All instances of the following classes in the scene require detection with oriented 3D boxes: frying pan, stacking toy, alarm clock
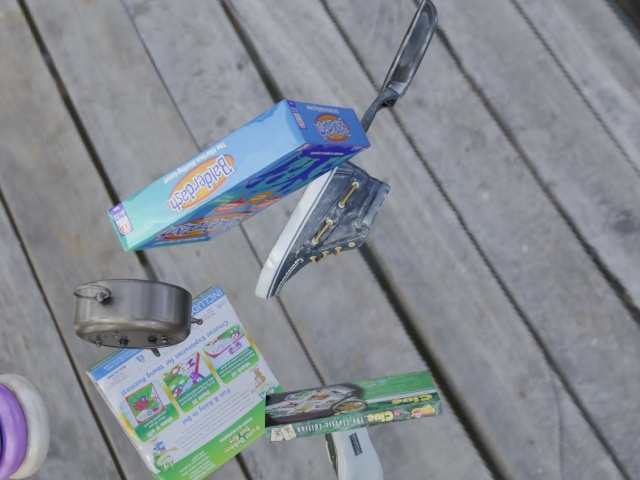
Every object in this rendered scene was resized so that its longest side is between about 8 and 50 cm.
[{"bbox_3d":[0.126,-0.270,1.572,0.053,0.197,0.326,24,29,-2],"label":"frying pan"},{"bbox_3d":[-0.505,0.255,1.244,0.330,0.141,0.141,-5,57,-50],"label":"stacking toy"},{"bbox_3d":[-0.214,0.079,1.111,0.129,0.192,0.064,-5,69,16],"label":"alarm clock"}]

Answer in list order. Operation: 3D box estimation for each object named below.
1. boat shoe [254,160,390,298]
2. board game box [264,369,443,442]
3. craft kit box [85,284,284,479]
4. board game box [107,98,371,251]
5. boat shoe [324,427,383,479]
[{"bbox_3d":[0.000,0.000,1.084,0.083,0.183,0.065,28,21,-3],"label":"boat shoe"},{"bbox_3d":[0.046,0.248,1.535,0.259,0.136,0.030,-9,100,0],"label":"board game box"},{"bbox_3d":[-0.203,0.240,1.629,0.250,0.061,0.246,-34,98,-21],"label":"craft kit box"},{"bbox_3d":[-0.074,-0.060,0.971,0.210,0.160,0.047,-29,82,24],"label":"board game box"},{"bbox_3d":[0.051,0.358,1.738,0.078,0.070,0.219,-16,104,-20],"label":"boat shoe"}]
